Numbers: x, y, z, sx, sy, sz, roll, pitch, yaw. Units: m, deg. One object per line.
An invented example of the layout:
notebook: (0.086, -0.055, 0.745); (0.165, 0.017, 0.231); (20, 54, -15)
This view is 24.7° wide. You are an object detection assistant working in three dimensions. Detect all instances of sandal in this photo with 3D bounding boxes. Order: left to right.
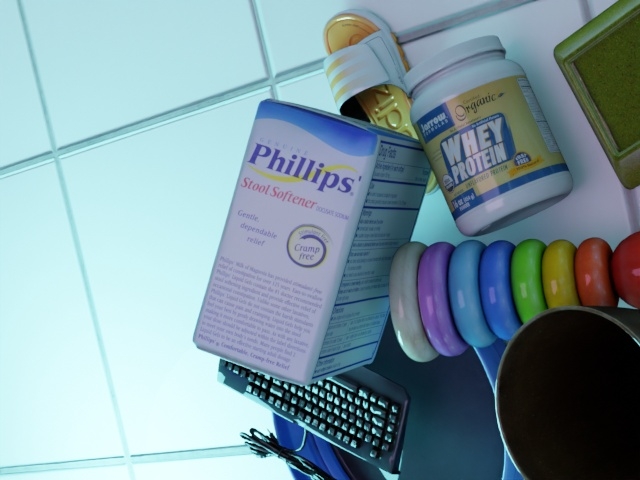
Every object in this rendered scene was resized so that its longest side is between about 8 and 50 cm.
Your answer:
sandal: (0.070, -0.174, 1.820); (0.102, 0.076, 0.265); (-41, 72, 40)

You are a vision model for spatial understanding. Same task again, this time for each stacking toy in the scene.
stacking toy: (0.250, 0.054, 1.641); (0.330, 0.141, 0.141); (-7, 95, 22)

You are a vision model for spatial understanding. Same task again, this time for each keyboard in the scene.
keyboard: (-0.020, 0.229, 1.922); (0.317, 0.033, 0.202); (23, 115, 38)

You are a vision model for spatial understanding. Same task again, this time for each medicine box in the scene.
medicine box: (0.000, 0.000, 1.690); (0.149, 0.263, 0.289); (17, 96, 17)

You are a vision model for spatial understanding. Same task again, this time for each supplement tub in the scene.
supplement tub: (0.189, -0.119, 1.678); (0.144, 0.144, 0.200); (-31, 79, 42)

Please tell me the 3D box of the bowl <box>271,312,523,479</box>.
bowl: (0.099, 0.221, 1.884); (0.391, 0.077, 0.391); (11, 107, 40)

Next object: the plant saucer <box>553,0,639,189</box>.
plant saucer: (0.349, -0.174, 1.588); (0.188, 0.045, 0.188); (-36, 76, 41)

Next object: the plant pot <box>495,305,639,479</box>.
plant pot: (0.339, 0.161, 1.541); (0.215, 0.230, 0.215); (8, 101, 44)
